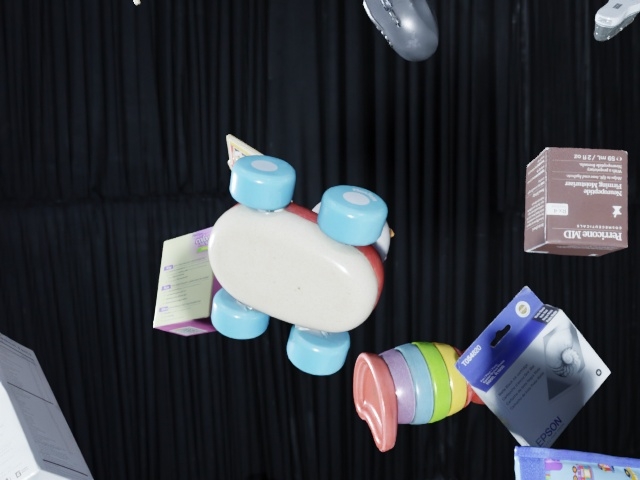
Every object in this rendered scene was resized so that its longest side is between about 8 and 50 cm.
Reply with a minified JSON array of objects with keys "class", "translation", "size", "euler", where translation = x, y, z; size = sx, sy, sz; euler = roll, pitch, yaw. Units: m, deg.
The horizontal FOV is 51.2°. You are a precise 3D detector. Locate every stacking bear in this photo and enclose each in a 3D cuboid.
[{"class":"stacking bear","translation":[0.226,0.271,1.284],"size":[0.289,0.164,0.175],"euler":[-7,-160,-14]}]

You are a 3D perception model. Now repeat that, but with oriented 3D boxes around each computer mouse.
[{"class":"computer mouse","translation":[0.064,-0.324,0.824],"size":[0.071,0.242,0.041],"euler":[-34,-170,32]}]

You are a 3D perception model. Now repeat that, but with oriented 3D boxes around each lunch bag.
[{"class":"lunch bag","translation":[0.305,0.359,0.768],"size":[0.138,0.220,0.293],"euler":[-13,154,37]}]

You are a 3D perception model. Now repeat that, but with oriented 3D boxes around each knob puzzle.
[{"class":"knob puzzle","translation":[-0.142,-0.124,1.490],"size":[0.030,0.213,0.213],"euler":[-44,-152,-26]}]

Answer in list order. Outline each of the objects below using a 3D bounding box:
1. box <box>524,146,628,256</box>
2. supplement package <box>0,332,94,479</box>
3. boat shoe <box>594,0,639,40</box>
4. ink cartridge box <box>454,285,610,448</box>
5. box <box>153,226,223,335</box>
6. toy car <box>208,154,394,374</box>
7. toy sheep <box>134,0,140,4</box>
[{"class":"box","translation":[0.540,-0.078,1.424],"size":[0.169,0.203,0.167],"euler":[3,172,2]},{"class":"supplement package","translation":[-0.414,0.244,0.844],"size":[0.134,0.244,0.139],"euler":[-36,148,-8]},{"class":"boat shoe","translation":[0.468,-0.354,1.052],"size":[0.049,0.040,0.142],"euler":[32,-131,30]},{"class":"ink cartridge box","translation":[0.389,0.233,1.214],"size":[0.223,0.224,0.045],"euler":[-44,-174,-17]},{"class":"box","translation":[-0.307,0.109,1.734],"size":[0.214,0.242,0.117],"euler":[-15,154,36]},{"class":"toy car","translation":[0.000,0.000,0.840],"size":[0.210,0.219,0.238],"euler":[21,-151,15]},{"class":"toy sheep","translation":[-0.397,-0.539,1.351],"size":[0.091,0.132,0.091],"euler":[-19,-169,4]}]
